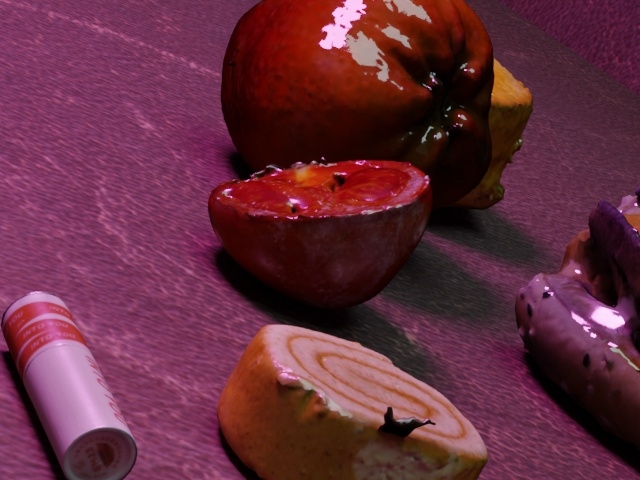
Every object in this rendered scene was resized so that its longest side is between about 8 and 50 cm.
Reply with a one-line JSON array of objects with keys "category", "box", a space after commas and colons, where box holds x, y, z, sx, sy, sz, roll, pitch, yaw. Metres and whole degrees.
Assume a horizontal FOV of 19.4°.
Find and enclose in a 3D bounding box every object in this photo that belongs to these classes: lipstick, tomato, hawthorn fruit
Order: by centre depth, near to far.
[{"category": "lipstick", "box": [-0.129, 0.074, 0.946, 0.038, 0.038, 0.130, 19, 19, -32]}, {"category": "tomato", "box": [0.000, 0.000, 1.312, 0.159, 0.091, 0.139, -5, 18, -16]}, {"category": "hawthorn fruit", "box": [0.016, -0.116, 1.513, 0.224, 0.224, 0.261, 15, -1, -42]}]

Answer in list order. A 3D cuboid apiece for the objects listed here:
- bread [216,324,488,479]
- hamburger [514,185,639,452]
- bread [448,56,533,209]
[{"category": "bread", "box": [0.018, 0.102, 1.054, 0.149, 0.073, 0.122, 21, 16, -28]}, {"category": "hamburger", "box": [0.331, 0.084, 1.434, 0.318, 0.195, 0.277, 13, 26, -39]}, {"category": "bread", "box": [0.067, -0.132, 1.726, 0.268, 0.145, 0.268, 25, 20, -9]}]
